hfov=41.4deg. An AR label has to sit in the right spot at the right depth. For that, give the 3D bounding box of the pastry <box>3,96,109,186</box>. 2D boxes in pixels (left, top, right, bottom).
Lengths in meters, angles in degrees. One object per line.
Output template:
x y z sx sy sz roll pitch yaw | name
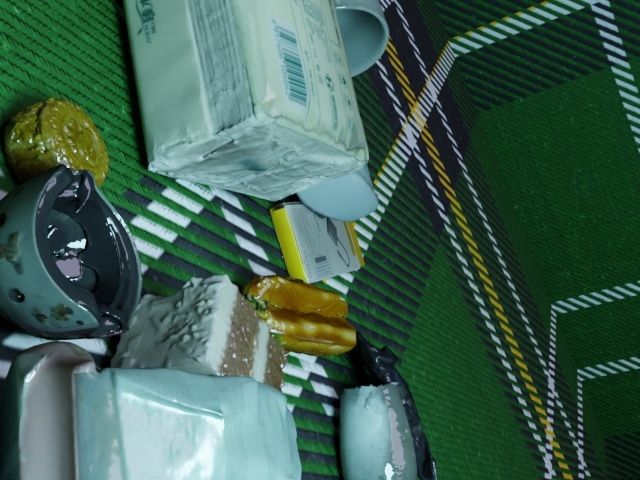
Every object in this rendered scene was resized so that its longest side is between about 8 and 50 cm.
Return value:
-0.259 -0.089 0.835 0.109 0.057 0.097 28 44 -61 | pastry

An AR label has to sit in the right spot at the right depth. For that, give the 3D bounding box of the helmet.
-0.237 0.021 0.749 0.177 0.107 0.153 47 26 -80 | helmet

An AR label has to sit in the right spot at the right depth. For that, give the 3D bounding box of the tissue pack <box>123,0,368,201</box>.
-0.101 -0.266 1.110 0.297 0.207 0.381 16 59 -61 | tissue pack

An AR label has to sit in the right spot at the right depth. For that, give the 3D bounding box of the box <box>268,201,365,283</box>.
0.000 0.000 1.367 0.247 0.033 0.129 -9 81 -66 | box

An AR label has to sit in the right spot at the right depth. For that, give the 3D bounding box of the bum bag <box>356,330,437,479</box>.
0.121 0.272 1.392 0.137 0.074 0.310 -111 179 -67 | bum bag

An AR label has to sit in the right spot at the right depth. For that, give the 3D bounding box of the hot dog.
-0.030 0.104 1.179 0.269 0.072 0.115 24 54 -58 | hot dog

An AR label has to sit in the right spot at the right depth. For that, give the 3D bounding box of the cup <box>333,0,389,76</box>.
-0.027 -0.429 1.467 0.258 0.186 0.234 6 56 -35 | cup

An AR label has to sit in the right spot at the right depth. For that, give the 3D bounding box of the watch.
-0.130 0.179 0.687 0.241 0.253 0.162 3 67 -25 | watch

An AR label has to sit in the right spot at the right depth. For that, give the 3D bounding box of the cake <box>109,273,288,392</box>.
-0.125 0.132 0.872 0.147 0.135 0.135 57 27 -42 | cake

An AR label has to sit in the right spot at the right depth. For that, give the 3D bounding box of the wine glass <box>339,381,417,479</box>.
0.084 0.315 1.235 0.111 0.111 0.205 24 53 -60 | wine glass

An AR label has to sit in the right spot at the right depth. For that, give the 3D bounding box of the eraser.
-0.005 -0.189 1.366 0.189 0.104 0.290 28 41 -49 | eraser
